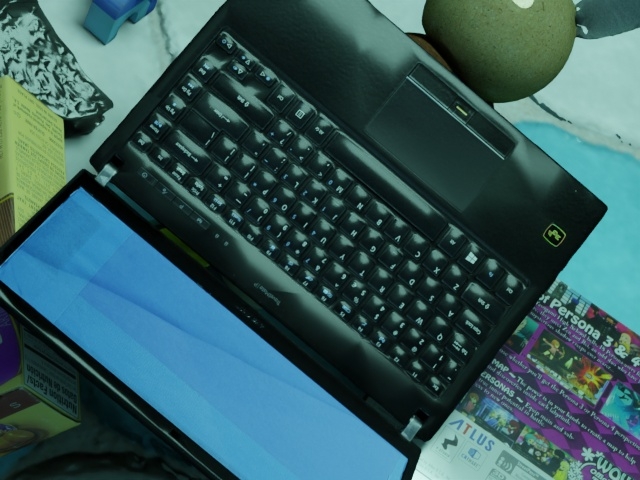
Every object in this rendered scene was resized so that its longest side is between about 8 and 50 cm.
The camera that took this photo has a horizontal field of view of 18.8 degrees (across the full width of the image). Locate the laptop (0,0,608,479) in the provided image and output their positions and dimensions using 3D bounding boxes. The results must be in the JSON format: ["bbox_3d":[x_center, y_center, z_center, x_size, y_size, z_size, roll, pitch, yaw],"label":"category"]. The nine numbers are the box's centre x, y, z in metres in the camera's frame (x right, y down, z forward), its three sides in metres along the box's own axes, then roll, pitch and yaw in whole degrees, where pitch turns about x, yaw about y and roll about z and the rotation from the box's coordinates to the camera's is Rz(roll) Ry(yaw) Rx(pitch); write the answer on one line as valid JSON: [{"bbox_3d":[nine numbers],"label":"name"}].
[{"bbox_3d":[0.000,0.000,0.960,0.234,0.136,0.264,40,77,-4],"label":"laptop"}]

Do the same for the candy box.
[{"bbox_3d":[-0.181,0.021,0.966,0.053,0.109,0.186,42,32,-48],"label":"candy box"}]

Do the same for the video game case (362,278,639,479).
[{"bbox_3d":[0.134,0.129,1.069,0.232,0.042,0.210,35,50,4],"label":"video game case"}]

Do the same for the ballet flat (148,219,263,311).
[{"bbox_3d":[-0.066,0.012,1.058,0.231,0.077,0.077,-23,88,-32],"label":"ballet flat"}]

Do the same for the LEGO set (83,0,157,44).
[{"bbox_3d":[-0.097,-0.204,1.179,0.087,0.093,0.227,41,50,8],"label":"LEGO set"}]

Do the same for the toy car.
[{"bbox_3d":[0.098,-0.116,1.118,0.155,0.188,0.149,51,9,8],"label":"toy car"}]

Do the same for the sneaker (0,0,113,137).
[{"bbox_3d":[-0.198,-0.123,1.100,0.089,0.051,0.170,-31,83,-31],"label":"sneaker"}]
